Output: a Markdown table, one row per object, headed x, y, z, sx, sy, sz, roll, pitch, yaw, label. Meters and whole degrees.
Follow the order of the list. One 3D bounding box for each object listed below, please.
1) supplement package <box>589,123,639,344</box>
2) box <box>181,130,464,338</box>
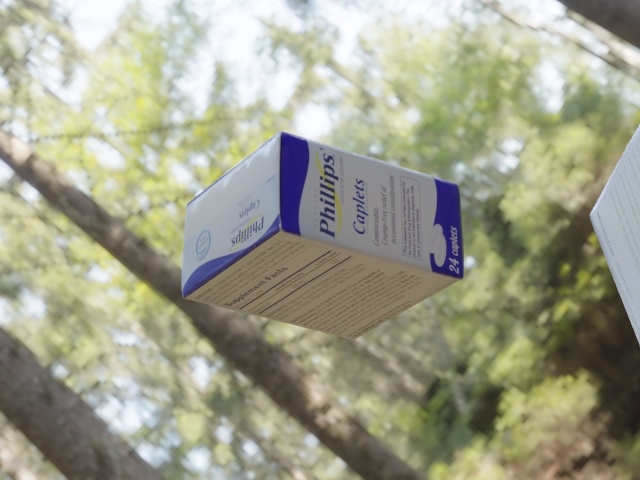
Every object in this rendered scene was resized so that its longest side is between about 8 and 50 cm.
| x | y | z | sx | sy | sz | roll | pitch | yaw | label |
| --- | --- | --- | --- | --- | --- | --- | --- | --- | --- |
| 0.227 | -0.047 | 0.637 | 0.139 | 0.134 | 0.244 | 8 | -50 | -19 | supplement package |
| 0.000 | 0.000 | 1.059 | 0.137 | 0.072 | 0.126 | 15 | -29 | -29 | box |
